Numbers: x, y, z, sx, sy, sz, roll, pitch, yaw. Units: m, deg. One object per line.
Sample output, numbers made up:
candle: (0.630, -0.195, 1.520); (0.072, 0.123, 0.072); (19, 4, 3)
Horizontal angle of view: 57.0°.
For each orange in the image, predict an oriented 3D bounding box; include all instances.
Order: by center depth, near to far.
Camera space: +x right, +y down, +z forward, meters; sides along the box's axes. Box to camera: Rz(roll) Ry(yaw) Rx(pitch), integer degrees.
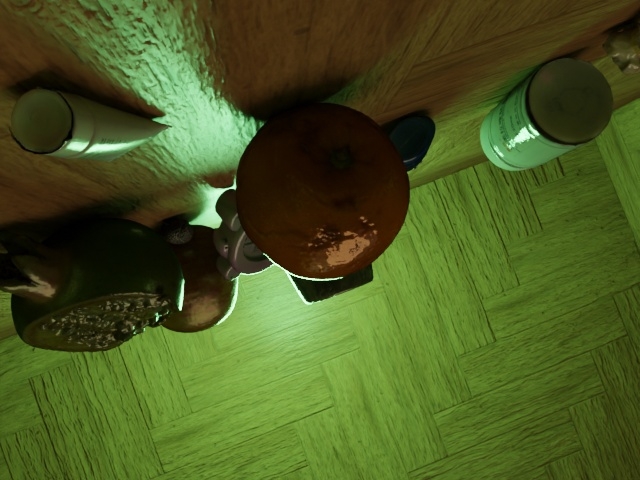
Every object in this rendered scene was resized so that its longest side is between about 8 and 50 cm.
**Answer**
orange: (0.002, -0.072, 0.880); (0.261, 0.260, 0.261); (-21, 178, -1)

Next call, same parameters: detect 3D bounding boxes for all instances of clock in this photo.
clock: (-0.148, -0.025, 1.405); (0.228, 0.090, 0.247); (-18, 141, -36)

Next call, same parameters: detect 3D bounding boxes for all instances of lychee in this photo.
lychee: (-0.345, -0.024, 1.413); (0.068, 0.083, 0.067); (-54, -146, 5)

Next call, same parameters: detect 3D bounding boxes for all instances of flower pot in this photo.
flower pot: (0.000, 0.000, 1.727); (0.294, 0.329, 0.293); (-20, 179, 0)

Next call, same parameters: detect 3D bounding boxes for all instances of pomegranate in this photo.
pomegranate: (-0.428, 0.057, 1.070); (0.310, 0.215, 0.358); (-21, 148, 19)

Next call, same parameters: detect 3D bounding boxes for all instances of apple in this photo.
apple: (-0.359, 0.098, 1.550); (0.302, 0.301, 0.301); (-21, 178, -1)

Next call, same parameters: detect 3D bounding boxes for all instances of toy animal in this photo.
toy animal: (0.647, -0.392, 1.103); (0.184, 0.104, 0.185); (-27, 174, -9)

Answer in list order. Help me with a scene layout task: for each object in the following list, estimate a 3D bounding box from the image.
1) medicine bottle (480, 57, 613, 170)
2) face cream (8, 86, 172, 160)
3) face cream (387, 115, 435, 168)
medicine bottle: (0.508, -0.277, 1.373); (0.190, 0.189, 0.332); (-21, 177, -3)
face cream: (-0.228, -0.109, 0.605); (0.092, 0.058, 0.243); (-25, -177, 5)
face cream: (0.200, -0.211, 1.348); (0.149, 0.083, 0.264); (-45, 175, 5)
